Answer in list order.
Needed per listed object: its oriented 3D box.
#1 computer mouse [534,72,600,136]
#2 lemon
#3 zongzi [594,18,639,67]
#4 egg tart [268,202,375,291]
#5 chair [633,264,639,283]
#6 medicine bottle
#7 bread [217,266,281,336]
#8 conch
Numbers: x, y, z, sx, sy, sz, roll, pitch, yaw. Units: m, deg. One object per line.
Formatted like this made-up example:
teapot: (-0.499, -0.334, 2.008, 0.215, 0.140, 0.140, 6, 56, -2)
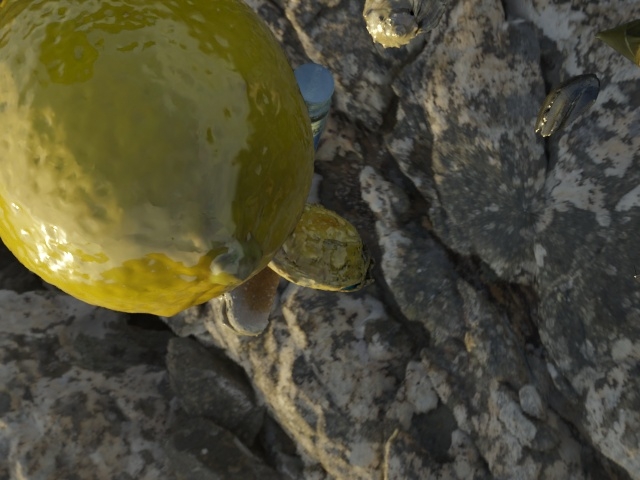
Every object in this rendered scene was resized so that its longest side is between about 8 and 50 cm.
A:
computer mouse: (0.417, -0.237, 1.143, 0.047, 0.079, 0.135, 35, 107, -23)
lemon: (-0.163, -0.099, 0.622, 0.336, 0.336, 0.336, 1, 93, 17)
zongzi: (0.589, -0.329, 1.161, 0.274, 0.251, 0.125, 18, 121, 30)
egg tart: (0.000, 0.000, 1.406, 0.290, 0.291, 0.107, 32, 123, 13)
chair: (0.660, 0.081, 1.344, 0.037, 0.086, 0.042, -32, 123, 33)
medicine bottle: (-0.020, -0.140, 0.781, 0.051, 0.191, 0.051, 2, 74, -7)
bread: (-0.171, 0.054, 1.590, 0.183, 0.102, 0.337, 23, 67, -16)
conch: (0.189, -0.544, 1.511, 0.178, 0.245, 0.163, 9, 140, -7)
